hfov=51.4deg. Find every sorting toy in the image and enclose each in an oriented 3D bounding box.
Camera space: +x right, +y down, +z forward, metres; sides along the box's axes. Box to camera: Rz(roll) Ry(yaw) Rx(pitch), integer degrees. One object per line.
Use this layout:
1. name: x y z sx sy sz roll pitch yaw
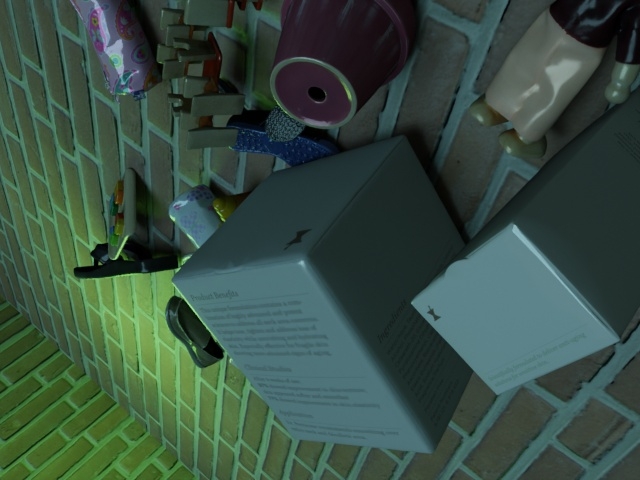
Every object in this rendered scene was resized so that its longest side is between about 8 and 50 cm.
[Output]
1. sorting toy: -0.132 0.033 1.351 0.127 0.126 0.366 -37 60 17
2. sorting toy: -0.547 -0.069 1.806 0.208 0.038 0.193 -36 55 52

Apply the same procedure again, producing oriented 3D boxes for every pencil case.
1. pencil case: -0.431 -0.435 1.378 0.124 0.124 0.284 7 125 43
2. pencil case: -0.235 0.002 1.533 0.273 0.113 0.124 52 127 14

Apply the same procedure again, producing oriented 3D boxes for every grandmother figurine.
1. grandmother figurine: 0.306 -0.259 0.788 0.208 0.104 0.342 45 141 10

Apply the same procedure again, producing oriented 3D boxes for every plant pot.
1. plant pot: 0.019 -0.268 0.955 0.201 0.180 0.201 16 147 11

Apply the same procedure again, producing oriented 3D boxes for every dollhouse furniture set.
1. dollhouse furniture set: -0.189 -0.331 1.175 0.259 0.135 0.262 110 145 -45

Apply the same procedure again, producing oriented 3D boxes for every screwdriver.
1. screwdriver: -0.148 -0.259 1.329 0.170 0.024 0.025 45 174 -5

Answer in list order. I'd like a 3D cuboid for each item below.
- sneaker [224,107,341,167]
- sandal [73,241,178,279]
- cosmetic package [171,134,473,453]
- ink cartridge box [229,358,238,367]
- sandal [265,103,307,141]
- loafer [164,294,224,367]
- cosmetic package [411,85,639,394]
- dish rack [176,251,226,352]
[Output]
1. sneaker: -0.065 -0.197 1.252 0.232 0.090 0.081 18 136 6
2. sandal: -0.575 0.050 1.961 0.445 0.167 0.107 -7 92 41
3. cosmetic package: 0.041 0.097 1.131 0.329 0.327 0.394 -9 122 44
4. ink cartridge box: -0.024 0.244 1.435 0.278 0.201 0.117 36 145 -5
5. sandal: -0.027 -0.241 1.163 0.067 0.040 0.179 45 112 2
6. loafer: -0.334 0.244 1.806 0.087 0.094 0.251 -9 129 22
7. cosmetic package: 0.297 -0.011 0.785 0.155 0.365 0.197 47 144 4
8. dish rack: -0.253 0.183 1.785 0.285 0.072 0.333 -13 113 50
